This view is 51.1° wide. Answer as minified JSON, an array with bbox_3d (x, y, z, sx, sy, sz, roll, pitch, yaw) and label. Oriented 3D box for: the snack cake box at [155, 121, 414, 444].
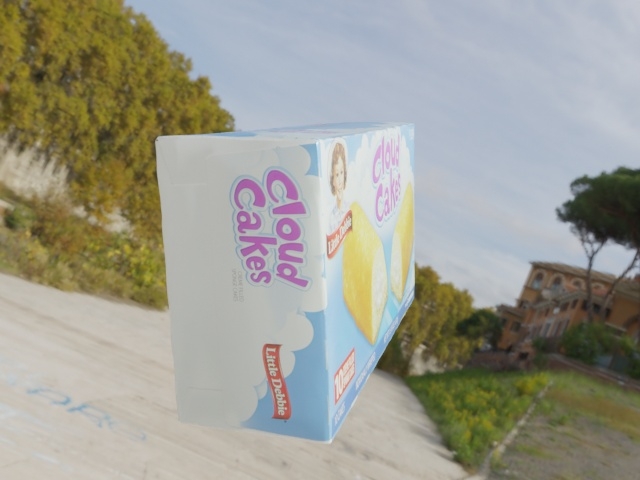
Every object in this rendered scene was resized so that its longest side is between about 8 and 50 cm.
[{"bbox_3d":[0.000,0.000,0.445,0.089,0.152,0.264,3,12,17],"label":"snack cake box"}]
